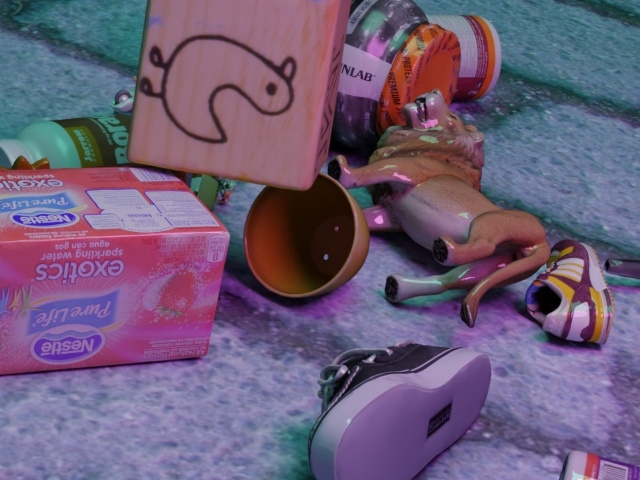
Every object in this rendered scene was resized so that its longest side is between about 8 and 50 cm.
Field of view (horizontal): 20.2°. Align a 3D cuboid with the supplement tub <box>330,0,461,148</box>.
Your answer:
[{"bbox_3d":[-0.004,-0.245,2.311,0.338,0.207,0.207,23,26,24],"label":"supplement tub"}]

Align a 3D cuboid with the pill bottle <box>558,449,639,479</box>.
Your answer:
[{"bbox_3d":[0.286,0.249,1.488,0.193,0.108,0.108,15,24,6],"label":"pill bottle"}]

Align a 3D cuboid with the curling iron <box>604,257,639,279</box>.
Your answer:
[{"bbox_3d":[0.451,0.041,2.106,0.274,0.035,0.068,2,22,-23],"label":"curling iron"}]

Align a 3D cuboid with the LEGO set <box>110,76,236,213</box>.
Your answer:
[{"bbox_3d":[-0.138,-0.102,2.113,0.132,0.107,0.287,-30,40,-6],"label":"LEGO set"}]

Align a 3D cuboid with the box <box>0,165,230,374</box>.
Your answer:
[{"bbox_3d":[-0.255,0.026,1.679,0.300,0.142,0.154,-4,28,-30],"label":"box"}]

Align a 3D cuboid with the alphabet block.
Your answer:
[{"bbox_3d":[-0.078,-0.174,1.812,0.192,0.197,0.193,10,13,6],"label":"alphabet block"}]

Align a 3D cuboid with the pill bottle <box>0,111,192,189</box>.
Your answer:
[{"bbox_3d":[-0.254,-0.071,1.918,0.216,0.121,0.121,-10,32,-40],"label":"pill bottle"}]

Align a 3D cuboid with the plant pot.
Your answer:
[{"bbox_3d":[0.000,0.000,1.899,0.134,0.134,0.095,27,4,30],"label":"plant pot"}]

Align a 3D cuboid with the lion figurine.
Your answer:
[{"bbox_3d":[0.151,-0.025,2.005,0.240,0.142,0.392,-5,36,-30],"label":"lion figurine"}]

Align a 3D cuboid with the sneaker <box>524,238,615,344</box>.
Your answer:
[{"bbox_3d":[0.260,0.048,1.963,0.083,0.070,0.185,8,23,-11],"label":"sneaker"}]

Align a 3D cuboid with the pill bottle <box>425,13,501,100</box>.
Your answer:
[{"bbox_3d":[0.131,-0.254,2.495,0.221,0.121,0.121,-3,28,-28],"label":"pill bottle"}]

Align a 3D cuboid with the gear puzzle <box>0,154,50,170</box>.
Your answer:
[{"bbox_3d":[-0.397,-0.025,1.692,0.339,0.175,0.044,-3,36,-31],"label":"gear puzzle"}]

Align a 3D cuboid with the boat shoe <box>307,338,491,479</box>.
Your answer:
[{"bbox_3d":[0.049,0.145,1.603,0.105,0.113,0.306,16,21,24],"label":"boat shoe"}]
